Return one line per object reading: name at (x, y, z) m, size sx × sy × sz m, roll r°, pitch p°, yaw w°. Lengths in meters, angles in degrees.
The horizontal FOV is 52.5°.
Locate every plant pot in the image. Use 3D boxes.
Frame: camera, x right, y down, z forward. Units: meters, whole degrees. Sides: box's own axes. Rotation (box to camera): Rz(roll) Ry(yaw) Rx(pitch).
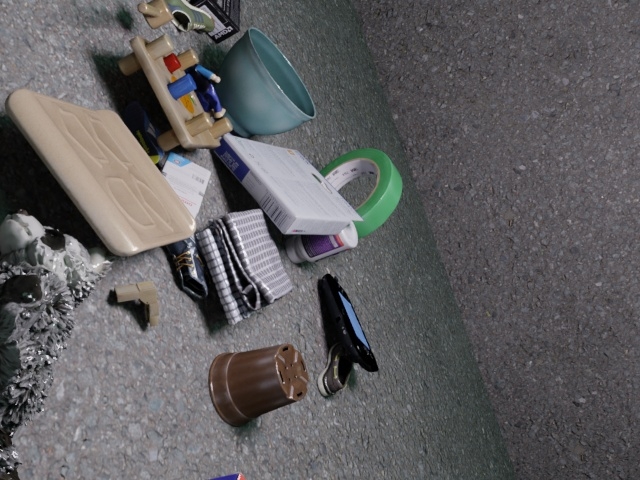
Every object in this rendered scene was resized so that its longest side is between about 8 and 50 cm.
plant pot at (-0.176, -0.406, 1.793) m, size 0.293 × 0.196 × 0.293 m, roll 48°, pitch 21°, yaw -25°
plant pot at (-0.126, 0.305, 1.411) m, size 0.167 × 0.165 × 0.167 m, roll 46°, pitch 33°, yaw -42°

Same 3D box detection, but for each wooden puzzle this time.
wooden puzzle at (-0.391, -0.110, 1.183) m, size 0.322 × 0.080 × 0.348 m, roll 53°, pitch 10°, yaw -1°

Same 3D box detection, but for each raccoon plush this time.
raccoon plush at (-0.445, 0.182, 0.940) m, size 0.299 × 0.216 × 0.446 m, roll -24°, pitch 124°, yaw -80°

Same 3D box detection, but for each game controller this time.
game controller at (0.087, 0.242, 1.924) m, size 0.166 × 0.067 × 0.319 m, roll 38°, pitch 22°, yaw -45°

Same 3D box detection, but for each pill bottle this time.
pill bottle at (0.000, 0.000, 1.867) m, size 0.108 × 0.193 × 0.108 m, roll 46°, pitch 33°, yaw -42°

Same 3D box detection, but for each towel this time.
towel at (-0.166, 0.047, 1.519) m, size 0.283 × 0.121 × 0.235 m, roll -27°, pitch 97°, yaw -81°

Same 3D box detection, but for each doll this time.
doll at (-0.307, -0.400, 1.653) m, size 0.046 × 0.129 × 0.189 m, roll -60°, pitch 138°, yaw -35°

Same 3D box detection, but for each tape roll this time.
tape roll at (0.096, -0.142, 2.019) m, size 0.077 × 0.321 × 0.321 m, roll 48°, pitch 32°, yaw -40°

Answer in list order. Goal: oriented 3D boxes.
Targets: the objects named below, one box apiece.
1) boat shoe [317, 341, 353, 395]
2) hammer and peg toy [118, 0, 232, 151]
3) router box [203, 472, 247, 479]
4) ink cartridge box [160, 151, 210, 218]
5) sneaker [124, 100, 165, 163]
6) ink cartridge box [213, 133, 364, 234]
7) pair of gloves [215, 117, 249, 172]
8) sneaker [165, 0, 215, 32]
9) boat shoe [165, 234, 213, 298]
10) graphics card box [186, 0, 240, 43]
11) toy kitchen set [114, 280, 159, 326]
boat shoe at (0.059, 0.361, 1.855) m, size 0.081 × 0.068 × 0.228 m, roll 61°, pitch 26°, yaw -15°
hammer and peg toy at (-0.349, -0.372, 1.465) m, size 0.361 × 0.127 × 0.266 m, roll 64°, pitch 9°, yaw -5°
router box at (-0.180, 0.499, 0.945) m, size 0.301 × 0.335 × 0.082 m, roll 60°, pitch 27°, yaw -19°
ink cartridge box at (-0.315, -0.101, 1.424) m, size 0.104 × 0.060 × 0.180 m, roll 27°, pitch 41°, yaw -18°
sneaker at (-0.388, -0.238, 1.440) m, size 0.059 × 0.053 × 0.144 m, roll -39°, pitch 112°, yaw -70°
ink cartridge box at (-0.080, -0.141, 1.744) m, size 0.324 × 0.071 × 0.330 m, roll 48°, pitch 23°, yaw 25°
pair of gloves at (-0.228, -0.256, 1.810) m, size 0.159 × 0.023 × 0.198 m, roll 3°, pitch 69°, yaw -63°
sneaker at (-0.361, -0.598, 1.767) m, size 0.192 × 0.064 × 0.086 m, roll 25°, pitch 56°, yaw -56°
boat shoe at (-0.290, 0.042, 1.398) m, size 0.183 × 0.065 × 0.083 m, roll 55°, pitch 24°, yaw -32°
graphics card box at (-0.371, -0.767, 1.833) m, size 0.371 × 0.094 × 0.233 m, roll 37°, pitch 39°, yaw -47°
toy kitchen set at (-0.358, 0.119, 1.255) m, size 0.068 × 0.075 × 0.083 m, roll 43°, pitch -45°, yaw 53°
